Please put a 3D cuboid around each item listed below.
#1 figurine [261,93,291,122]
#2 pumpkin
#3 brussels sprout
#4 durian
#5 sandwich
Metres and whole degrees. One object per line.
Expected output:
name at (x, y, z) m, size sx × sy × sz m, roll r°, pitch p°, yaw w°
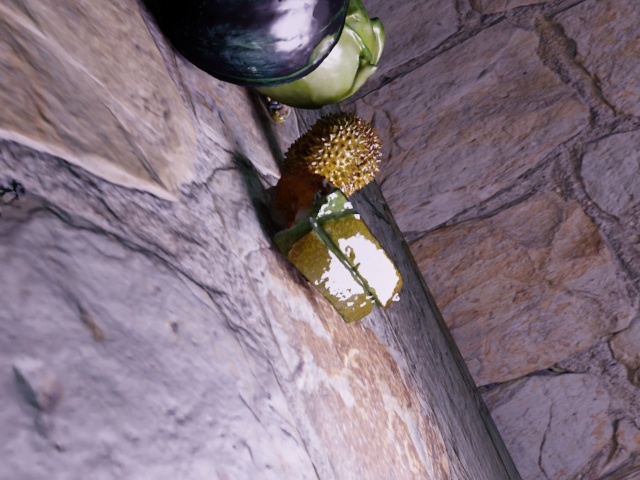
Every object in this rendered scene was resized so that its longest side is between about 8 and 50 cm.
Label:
figurine at (-0.075, -0.230, 1.710) m, size 0.051 × 0.047 × 0.083 m, roll -82°, pitch 154°, yaw -50°
pumpkin at (-0.061, -0.329, 1.242) m, size 0.315 × 0.238 × 0.315 m, roll 2°, pitch 90°, yaw -84°
brussels sprout at (-0.021, -0.331, 1.606) m, size 0.294 × 0.227 × 0.259 m, roll 33°, pitch 23°, yaw -24°
durian at (0.022, -0.123, 1.535) m, size 0.158 × 0.168 × 0.137 m, roll -14°, pitch 60°, yaw -52°
sandwich at (0.005, 0.007, 1.281) m, size 0.185 × 0.109 × 0.160 m, roll 55°, pitch -9°, yaw -35°
